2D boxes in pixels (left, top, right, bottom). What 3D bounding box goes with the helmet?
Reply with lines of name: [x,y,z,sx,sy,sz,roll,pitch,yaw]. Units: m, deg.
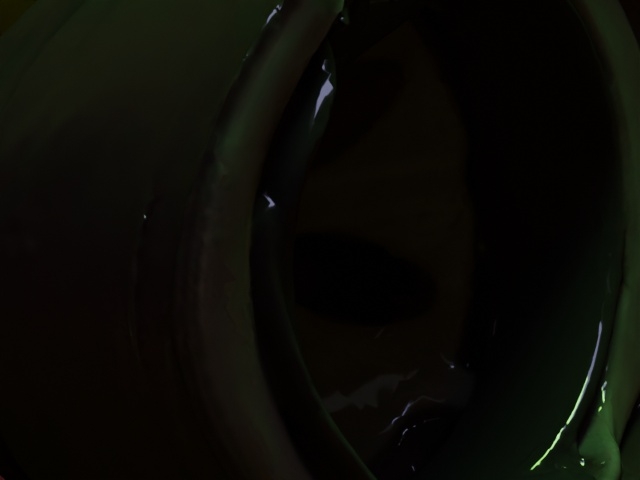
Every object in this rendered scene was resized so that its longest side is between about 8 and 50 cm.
helmet: [0.000,0.000,0.595,0.177,0.225,0.305,-6,6,33]

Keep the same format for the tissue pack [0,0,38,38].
tissue pack: [-0.044,-0.142,0.999,0.274,0.200,0.167,3,48,16]
